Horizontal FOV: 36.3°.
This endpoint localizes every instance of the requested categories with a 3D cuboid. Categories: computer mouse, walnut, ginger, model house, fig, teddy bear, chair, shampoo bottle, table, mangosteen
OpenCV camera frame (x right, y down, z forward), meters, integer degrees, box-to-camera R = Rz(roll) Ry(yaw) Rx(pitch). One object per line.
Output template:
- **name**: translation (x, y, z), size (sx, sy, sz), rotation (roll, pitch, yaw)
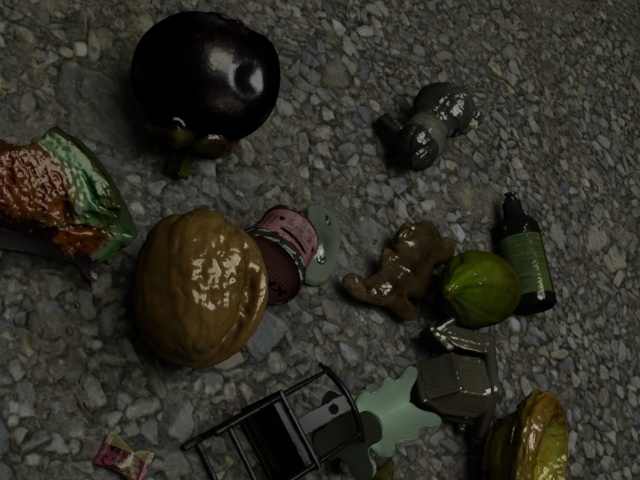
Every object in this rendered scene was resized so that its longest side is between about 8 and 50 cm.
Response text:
- **computer mouse**: translation (0.000, 0.000, 1.895), size (0.089, 0.056, 0.182), rotation (31, 52, -27)
- **walnut**: translation (-0.201, 0.083, 1.591), size (0.224, 0.257, 0.257), rotation (44, 35, -64)
- **ginger**: translation (0.183, 0.059, 1.988), size (0.166, 0.080, 0.333), rotation (56, 44, -8)
- **model house**: translation (0.262, 0.263, 1.924), size (0.188, 0.122, 0.229), rotation (17, 55, -25)
- **fig**: translation (0.306, 0.092, 2.002), size (0.233, 0.167, 0.167), rotation (28, 53, -35)
- **teddy bear**: translation (0.219, -0.239, 2.142), size (0.171, 0.144, 0.251), rotation (33, 60, 24)
- **chair**: translation (-0.073, 0.328, 1.616), size (0.260, 0.141, 0.155), rotation (-23, 84, -40)
- **shampoo bottle**: translation (0.453, 0.021, 2.201), size (0.101, 0.101, 0.284), rotation (7, 64, -35)
- **table**: translation (0.106, 0.320, 1.759), size (0.198, 0.166, 0.167), rotation (-16, 79, -50)
- **mangosteen**: translation (-0.214, -0.256, 1.753), size (0.274, 0.275, 0.302), rotation (13, 97, -33)

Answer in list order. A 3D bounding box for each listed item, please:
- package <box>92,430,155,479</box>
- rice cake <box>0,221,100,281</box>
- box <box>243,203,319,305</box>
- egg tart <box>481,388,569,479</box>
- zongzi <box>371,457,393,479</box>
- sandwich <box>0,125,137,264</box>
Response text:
- **package**: translation (-0.303, 0.337, 1.512), size (0.083, 0.029, 0.059), rotation (29, 60, -10)
- **rice cake**: translation (-0.471, -0.006, 1.537), size (0.290, 0.051, 0.081), rotation (18, 57, -30)
- **box**: translation (-0.079, 0.019, 1.766), size (0.151, 0.151, 0.135), rotation (47, 41, -9)
- **egg tart**: translation (0.395, 0.430, 1.903), size (0.294, 0.123, 0.294), rotation (-20, 113, -58)
- **zongzi**: translation (0.109, 0.493, 1.725), size (0.176, 0.078, 0.160), rotation (-24, 90, -50)
- **sandwich**: translation (-0.434, -0.103, 1.493), size (0.301, 0.162, 0.250), rotation (7, 40, -43)
